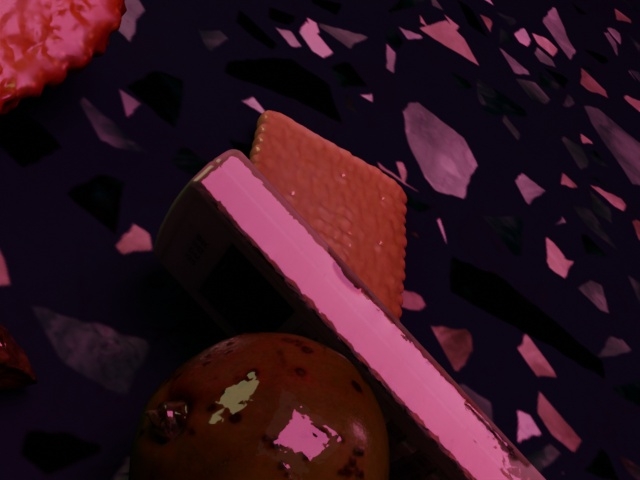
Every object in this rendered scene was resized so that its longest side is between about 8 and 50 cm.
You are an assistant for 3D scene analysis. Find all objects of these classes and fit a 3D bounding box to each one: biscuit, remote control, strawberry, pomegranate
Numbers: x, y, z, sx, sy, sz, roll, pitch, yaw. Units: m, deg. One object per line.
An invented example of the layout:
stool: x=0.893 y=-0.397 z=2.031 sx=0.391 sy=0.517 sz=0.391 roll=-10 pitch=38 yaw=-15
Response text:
biscuit: x=-0.001 y=0.001 z=0.931 sx=0.160 sy=0.030 sz=0.249 roll=29 pitch=37 yaw=-17
remote control: x=0.028 y=0.098 z=0.743 sx=0.344 sy=0.145 sz=0.050 roll=47 pitch=63 yaw=3
strawberry: x=-0.256 y=-0.168 z=0.827 sx=0.190 sy=0.111 sz=0.236 roll=37 pitch=57 yaw=-23
pomegranate: x=-0.015 y=0.140 z=0.660 sx=0.205 sy=0.159 sz=0.159 roll=30 pitch=36 yaw=-21

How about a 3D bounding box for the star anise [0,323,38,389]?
star anise: x=-0.211 y=0.038 z=0.607 sx=0.158 sy=0.144 sz=0.140 roll=-19 pitch=74 yaw=-52
